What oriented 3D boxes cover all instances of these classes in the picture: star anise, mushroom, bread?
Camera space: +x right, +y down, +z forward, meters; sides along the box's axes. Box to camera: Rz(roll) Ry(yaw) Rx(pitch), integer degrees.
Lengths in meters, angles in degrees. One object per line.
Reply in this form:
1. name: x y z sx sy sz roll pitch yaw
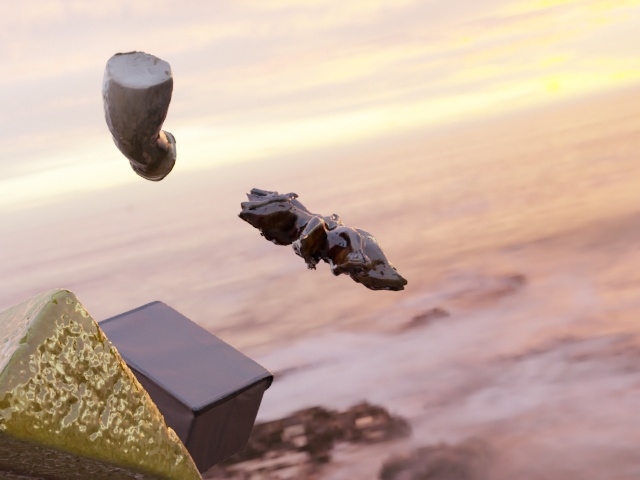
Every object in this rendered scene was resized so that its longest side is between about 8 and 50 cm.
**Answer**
1. star anise: 0.000 0.000 1.784 0.288 0.088 0.288 30 7 -4
2. mushroom: -0.229 -0.149 1.605 0.092 0.081 0.223 -56 -16 -27
3. bread: -0.304 0.266 1.427 0.233 0.362 0.245 -22 29 26

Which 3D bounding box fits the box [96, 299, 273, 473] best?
1. box: -0.230 0.227 1.883 0.252 0.153 0.188 29 28 28
